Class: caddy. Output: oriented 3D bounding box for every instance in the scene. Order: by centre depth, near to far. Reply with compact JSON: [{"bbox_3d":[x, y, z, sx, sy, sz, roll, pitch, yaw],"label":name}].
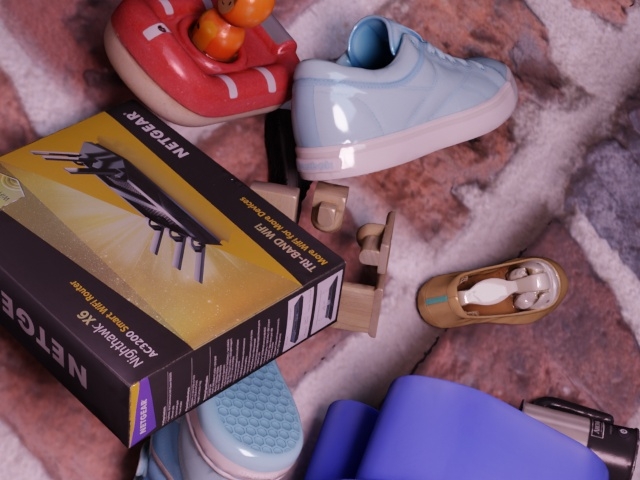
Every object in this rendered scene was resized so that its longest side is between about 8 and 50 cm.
[{"bbox_3d":[0.132,0.281,1.345,0.341,0.241,0.179,29,57,-23],"label":"caddy"}]

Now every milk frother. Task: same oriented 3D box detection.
[{"bbox_3d":[0.279,0.260,1.535,0.135,0.129,0.143,14,99,7],"label":"milk frother"}]

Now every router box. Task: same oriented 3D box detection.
[{"bbox_3d":[-0.170,0.015,1.210,0.243,0.081,0.309,-30,53,-35],"label":"router box"}]

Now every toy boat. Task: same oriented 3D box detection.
[{"bbox_3d":[-0.100,-0.210,1.344,0.151,0.151,0.231,51,37,15],"label":"toy boat"}]

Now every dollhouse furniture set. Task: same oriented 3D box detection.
[{"bbox_3d":[0.000,0.000,1.425,0.151,0.144,0.123,10,24,4],"label":"dollhouse furniture set"}]

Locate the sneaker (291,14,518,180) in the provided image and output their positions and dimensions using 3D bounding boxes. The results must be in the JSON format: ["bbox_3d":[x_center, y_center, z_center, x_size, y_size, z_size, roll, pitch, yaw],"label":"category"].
[{"bbox_3d":[0.102,-0.178,1.462,0.366,0.135,0.150,-28,115,-51],"label":"sneaker"}]

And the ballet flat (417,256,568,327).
[{"bbox_3d":[0.220,0.061,1.558,0.232,0.073,0.080,-11,84,-34],"label":"ballet flat"}]

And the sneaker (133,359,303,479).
[{"bbox_3d":[-0.126,0.156,1.291,0.127,0.208,0.319,14,33,-23],"label":"sneaker"}]

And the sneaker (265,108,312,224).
[{"bbox_3d":[-0.012,-0.087,1.463,0.089,0.051,0.170,4,72,-29],"label":"sneaker"}]
